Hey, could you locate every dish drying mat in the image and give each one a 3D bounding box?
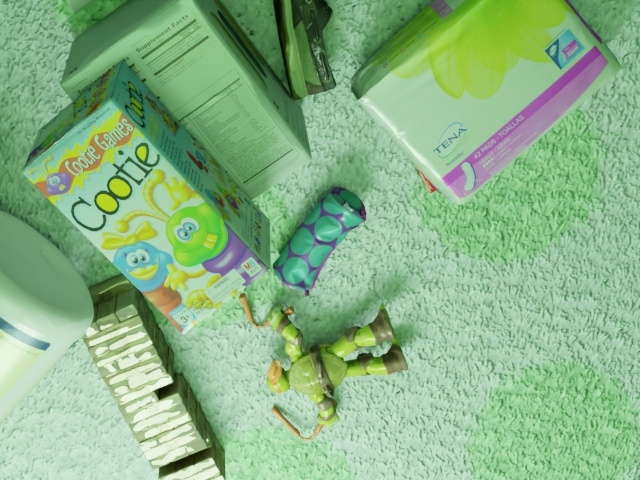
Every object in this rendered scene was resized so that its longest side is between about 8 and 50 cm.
[{"bbox_3d":[0.150,-0.106,2.001,0.032,0.008,0.083,-27,113,5],"label":"dish drying mat"}]

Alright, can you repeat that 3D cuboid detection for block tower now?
[{"bbox_3d":[-0.243,0.215,2.057,0.091,0.097,0.335,-23,112,4],"label":"block tower"}]

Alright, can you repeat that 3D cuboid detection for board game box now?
[{"bbox_3d":[-0.200,-0.051,1.701,0.142,0.144,0.275,-37,111,14],"label":"board game box"}]

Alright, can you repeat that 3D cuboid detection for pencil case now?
[{"bbox_3d":[0.000,0.000,2.002,0.070,0.064,0.152,40,107,7],"label":"pencil case"}]

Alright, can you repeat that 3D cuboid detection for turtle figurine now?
[{"bbox_3d":[0.005,0.168,2.063,0.217,0.087,0.270,-21,114,4],"label":"turtle figurine"}]

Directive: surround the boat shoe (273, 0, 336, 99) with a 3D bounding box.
[{"bbox_3d":[-0.020,-0.293,1.870,0.073,0.080,0.224,-11,119,-7],"label":"boat shoe"}]

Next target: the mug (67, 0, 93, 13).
[{"bbox_3d":[-0.305,-0.339,1.831,0.064,0.062,0.078,-26,120,-2],"label":"mug"}]

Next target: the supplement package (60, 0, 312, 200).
[{"bbox_3d":[-0.168,-0.183,1.833,0.198,0.199,0.263,-34,112,10],"label":"supplement package"}]

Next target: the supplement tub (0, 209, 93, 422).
[{"bbox_3d":[-0.490,0.139,1.925,0.235,0.235,0.325,40,105,-19],"label":"supplement tub"}]

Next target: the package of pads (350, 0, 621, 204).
[{"bbox_3d":[0.213,-0.223,1.902,0.296,0.101,0.229,-42,112,9],"label":"package of pads"}]
